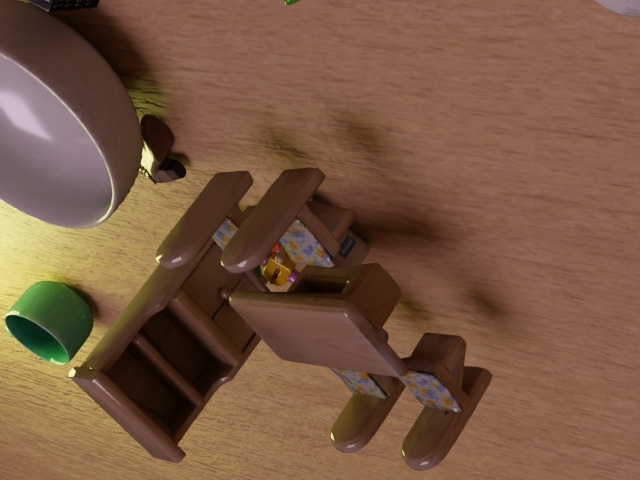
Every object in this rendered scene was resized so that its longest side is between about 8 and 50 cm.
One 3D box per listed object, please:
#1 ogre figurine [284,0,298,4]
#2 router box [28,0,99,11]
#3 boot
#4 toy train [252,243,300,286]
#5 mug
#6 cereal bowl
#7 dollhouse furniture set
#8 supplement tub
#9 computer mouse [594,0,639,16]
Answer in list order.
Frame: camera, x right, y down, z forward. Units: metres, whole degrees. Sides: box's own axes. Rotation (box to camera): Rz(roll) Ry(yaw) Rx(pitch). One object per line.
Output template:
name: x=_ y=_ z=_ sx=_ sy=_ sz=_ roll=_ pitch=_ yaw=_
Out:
ogre figurine: x=0.017 y=-0.310 z=1.211 sx=0.118 sy=0.197 sz=0.097 roll=-1 pitch=174 yaw=2
router box: x=-0.308 y=-0.294 z=1.566 sx=0.092 sy=0.122 sz=0.038 roll=27 pitch=108 yaw=10
boot: x=-0.226 y=-0.118 z=1.808 sx=0.087 sy=0.042 sz=0.118 roll=11 pitch=140 yaw=41
toy train: x=-0.086 y=0.009 z=1.850 sx=0.125 sy=0.046 sz=0.166 roll=48 pitch=144 yaw=-19
mug: x=-0.451 y=0.123 z=2.309 sx=0.158 sy=0.097 sz=0.129 roll=23 pitch=148 yaw=20
cereal bowl: x=-0.358 y=-0.178 z=1.751 sx=0.339 sy=0.141 sz=0.339 roll=24 pitch=148 yaw=16
dollhouse furniture set: x=-0.078 y=0.132 z=1.667 sx=0.394 sy=0.256 sz=0.362 roll=2 pitch=140 yaw=51
supplement tub: x=0.000 y=0.000 z=1.726 sx=0.107 sy=0.071 sz=0.071 roll=38 pitch=149 yaw=-8
computer mouse: x=0.221 y=-0.244 z=1.180 sx=0.193 sy=0.042 sz=0.106 roll=36 pitch=163 yaw=-3
